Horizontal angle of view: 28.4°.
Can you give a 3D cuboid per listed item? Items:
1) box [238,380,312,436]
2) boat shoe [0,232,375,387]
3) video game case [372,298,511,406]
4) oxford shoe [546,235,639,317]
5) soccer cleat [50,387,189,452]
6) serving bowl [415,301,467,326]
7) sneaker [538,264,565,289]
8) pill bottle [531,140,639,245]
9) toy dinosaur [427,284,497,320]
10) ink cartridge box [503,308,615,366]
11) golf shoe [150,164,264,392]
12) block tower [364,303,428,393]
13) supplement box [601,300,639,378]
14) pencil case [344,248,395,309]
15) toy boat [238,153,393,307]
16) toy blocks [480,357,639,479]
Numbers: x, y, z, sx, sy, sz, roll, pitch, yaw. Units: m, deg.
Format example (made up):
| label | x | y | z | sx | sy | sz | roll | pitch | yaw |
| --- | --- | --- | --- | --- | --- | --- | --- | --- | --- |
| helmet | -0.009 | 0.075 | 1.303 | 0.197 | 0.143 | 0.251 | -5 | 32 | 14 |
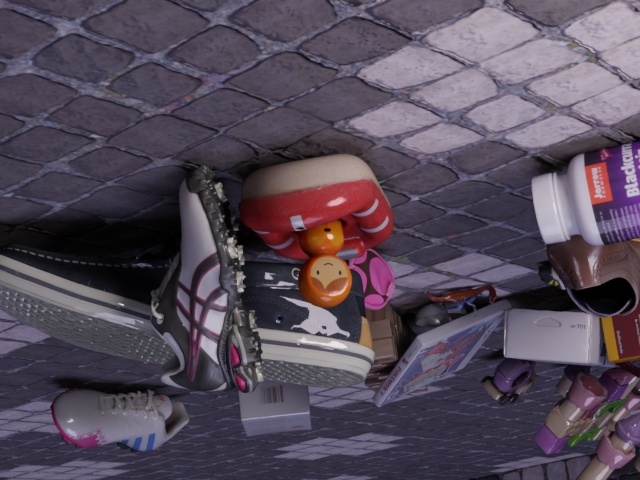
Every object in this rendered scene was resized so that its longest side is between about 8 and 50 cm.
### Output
| label | x | y | z | sx | sy | sz | roll | pitch | yaw |
| --- | --- | --- | --- | --- | --- | --- | --- | --- | --- |
| box | -0.085 | 0.304 | 2.378 | 0.130 | 0.091 | 0.170 | -6 | 161 | -2 |
| boat shoe | -0.170 | 0.065 | 1.553 | 0.500 | 0.155 | 0.187 | 11 | 161 | -14 |
| video game case | 0.193 | 0.179 | 2.013 | 0.201 | 0.023 | 0.183 | -19 | 152 | -36 |
| oxford shoe | 0.376 | 0.048 | 1.694 | 0.130 | 0.132 | 0.364 | -15 | 160 | 24 |
| soccer cleat | -0.361 | 0.313 | 2.322 | 0.143 | 0.116 | 0.331 | -29 | 158 | 14 |
| serving bowl | 0.189 | 0.113 | 1.997 | 0.083 | 0.027 | 0.083 | -6 | 161 | -2 |
| sneaker | 0.343 | 0.050 | 1.866 | 0.035 | 0.031 | 0.083 | 1 | 161 | 22 |
| pill bottle | 0.340 | -0.054 | 1.418 | 0.194 | 0.108 | 0.108 | -13 | 161 | 18 |
| toy dinosaur | 0.223 | 0.089 | 1.922 | 0.082 | 0.047 | 0.090 | -35 | 140 | 22 |
| ink cartridge box | 0.389 | 0.157 | 2.036 | 0.140 | 0.082 | 0.191 | 2 | 176 | 26 |
| golf shoe | -0.136 | 0.053 | 1.387 | 0.120 | 0.272 | 0.105 | -6 | -155 | 2 |
| block tower | 0.107 | 0.187 | 2.093 | 0.097 | 0.090 | 0.335 | -9 | 162 | 11 |
| supplement box | 0.562 | 0.128 | 2.003 | 0.191 | 0.129 | 0.194 | -14 | 160 | 24 |
| pencil case | 0.013 | 0.080 | 1.742 | 0.098 | 0.095 | 0.209 | 41 | 142 | -20 |
| toy boat | 0.000 | 0.000 | 1.397 | 0.151 | 0.151 | 0.231 | -11 | 161 | 11 |
| toy blocks | 0.534 | 0.267 | 2.363 | 0.289 | 0.309 | 0.260 | -3 | 132 | -47 |
